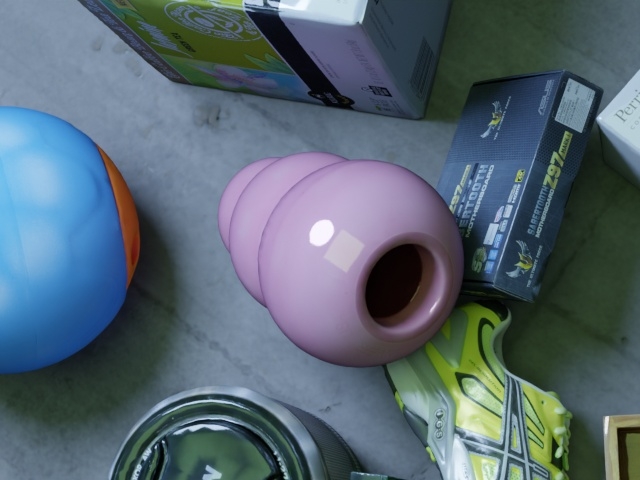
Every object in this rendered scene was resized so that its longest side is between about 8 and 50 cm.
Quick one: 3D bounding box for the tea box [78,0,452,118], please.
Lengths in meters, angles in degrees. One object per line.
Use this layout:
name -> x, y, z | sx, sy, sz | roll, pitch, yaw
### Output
tea box -> -0.050, -0.293, 1.510 | 0.323, 0.329, 0.220 | 11, 81, 17

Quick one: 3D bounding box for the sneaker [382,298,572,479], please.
sneaker -> 0.198, 0.230, 1.432 | 0.147, 0.145, 0.384 | -30, 74, 7

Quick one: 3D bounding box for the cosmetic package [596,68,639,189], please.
cosmetic package -> 0.399, -0.103, 1.448 | 0.184, 0.151, 0.151 | 40, 89, 18

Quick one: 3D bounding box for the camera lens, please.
camera lens -> -0.074, 0.264, 1.422 | 0.219, 0.274, 0.219 | -3, 77, 14

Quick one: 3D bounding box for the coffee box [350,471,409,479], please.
coffee box -> 0.064, 0.292, 1.430 | 0.040, 0.184, 0.113 | 4, 80, 17

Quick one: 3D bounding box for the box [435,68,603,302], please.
box -> 0.187, -0.056, 1.482 | 0.059, 0.183, 0.232 | 23, 83, -22

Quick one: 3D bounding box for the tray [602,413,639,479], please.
tray -> 0.489, 0.265, 1.388 | 0.411, 0.076, 0.203 | -4, 77, 14

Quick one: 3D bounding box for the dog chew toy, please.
dog chew toy -> 0.000, 0.000, 1.472 | 0.206, 0.206, 0.332 | -57, 34, -3

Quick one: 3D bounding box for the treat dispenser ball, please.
treat dispenser ball -> -0.339, -0.001, 1.541 | 0.288, 0.288, 0.288 | -3, 77, 13
